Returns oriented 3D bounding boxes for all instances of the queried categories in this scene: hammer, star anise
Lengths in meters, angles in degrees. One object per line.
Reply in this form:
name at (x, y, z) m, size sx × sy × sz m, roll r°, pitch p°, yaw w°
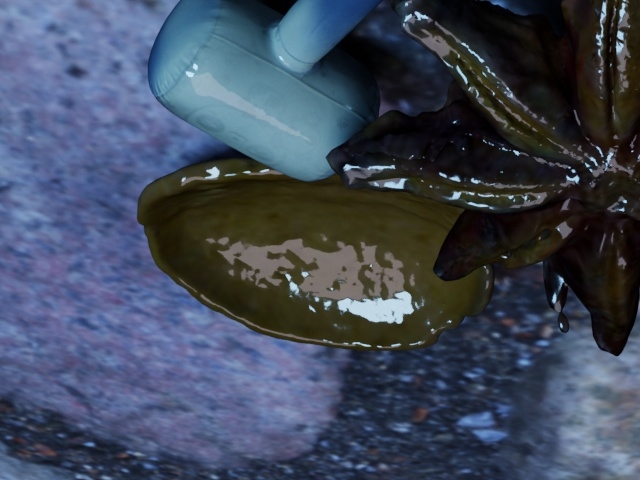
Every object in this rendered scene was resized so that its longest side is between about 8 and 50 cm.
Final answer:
hammer at (0.007, -0.106, 0.680) m, size 0.116 × 0.069 × 0.194 m, roll 28°, pitch 137°, yaw -21°
star anise at (0.142, -0.053, 0.679) m, size 0.272 × 0.102 × 0.272 m, roll 10°, pitch 137°, yaw 9°

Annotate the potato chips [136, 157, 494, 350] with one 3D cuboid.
potato chips at (0.000, 0.000, 0.841) m, size 0.201 × 0.049 × 0.150 m, roll 5°, pitch 140°, yaw 13°
